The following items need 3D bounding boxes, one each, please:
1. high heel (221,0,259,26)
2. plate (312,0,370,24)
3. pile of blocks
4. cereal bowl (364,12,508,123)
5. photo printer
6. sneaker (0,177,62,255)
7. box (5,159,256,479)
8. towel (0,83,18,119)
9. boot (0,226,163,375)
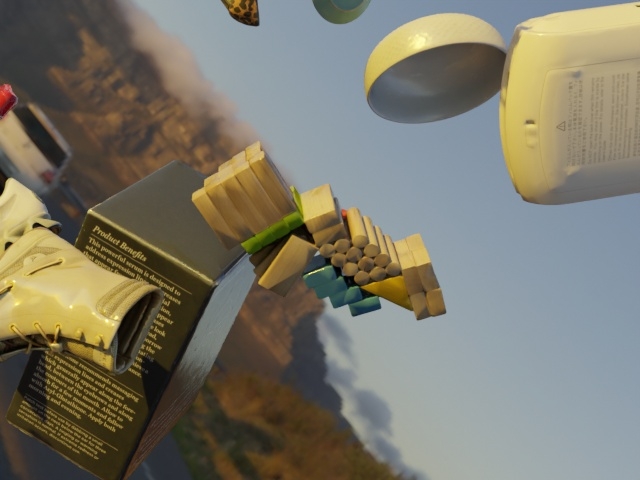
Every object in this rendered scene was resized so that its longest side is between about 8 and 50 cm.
[{"bbox_3d":[-0.124,-0.612,2.298,0.186,0.261,0.093,50,15,-1],"label":"high heel"},{"bbox_3d":[0.056,-0.567,2.268,0.024,0.188,0.188,24,-26,46],"label":"plate"},{"bbox_3d":[0.000,0.000,1.351,0.362,0.149,0.112,31,20,-18],"label":"pile of blocks"},{"bbox_3d":[0.260,-0.412,2.376,0.339,0.339,0.141,70,8,-66],"label":"cereal bowl"},{"bbox_3d":[0.384,-0.179,1.346,0.107,0.308,0.256,-113,-165,-63],"label":"photo printer"},{"bbox_3d":[-0.620,0.017,1.761,0.146,0.331,0.122,52,-21,4],"label":"sneaker"},{"bbox_3d":[-0.267,0.120,1.595,0.212,0.395,0.293,30,24,6],"label":"box"},{"bbox_3d":[-0.514,-0.104,1.442,0.031,0.274,0.199,36,-2,-24],"label":"towel"},{"bbox_3d":[-0.331,0.117,1.218,0.204,0.262,0.095,24,-36,20],"label":"boot"}]
